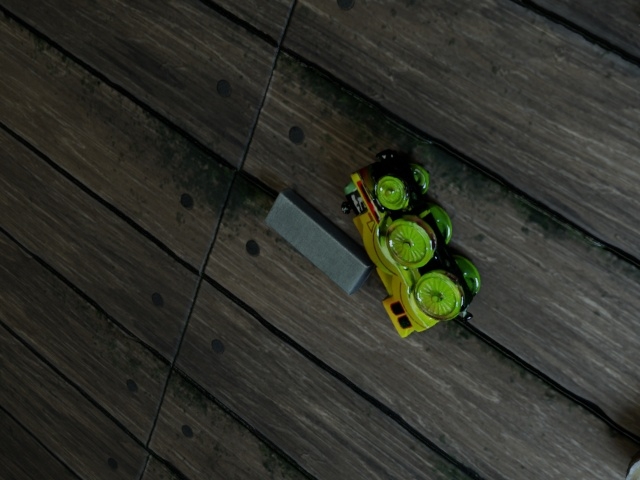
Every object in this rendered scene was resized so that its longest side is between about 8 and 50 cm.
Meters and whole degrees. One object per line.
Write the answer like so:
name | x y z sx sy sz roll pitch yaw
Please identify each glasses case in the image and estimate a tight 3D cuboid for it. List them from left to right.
glasses case | 0.000 0.000 1.574 0.205 0.047 0.071 41 121 15

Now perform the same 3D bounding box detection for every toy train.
toy train | 0.135 0.006 1.450 0.160 0.100 0.296 -25 93 40

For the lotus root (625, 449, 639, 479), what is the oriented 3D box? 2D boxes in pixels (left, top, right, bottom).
lotus root | 0.583 0.284 1.273 0.167 0.078 0.329 42 128 -15
